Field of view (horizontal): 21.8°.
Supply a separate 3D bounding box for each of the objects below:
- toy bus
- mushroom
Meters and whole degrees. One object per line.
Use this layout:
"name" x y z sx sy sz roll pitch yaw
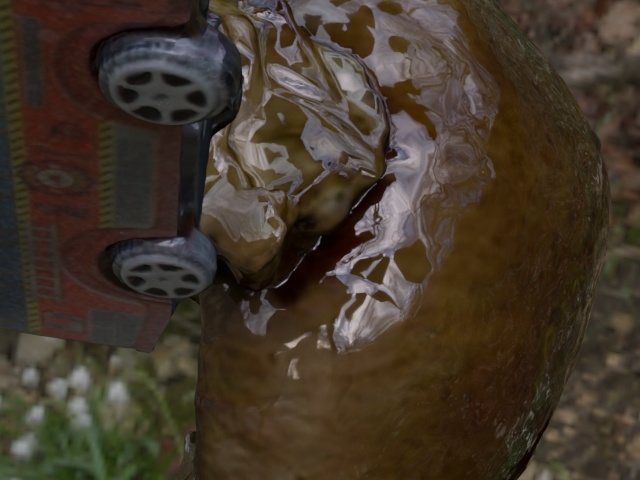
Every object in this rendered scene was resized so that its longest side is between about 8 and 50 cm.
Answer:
"toy bus" -0.055 -0.037 0.372 0.077 0.065 0.192 5 -27 -3
"mushroom" 0.008 0.000 0.638 0.195 0.263 0.283 6 -5 29
